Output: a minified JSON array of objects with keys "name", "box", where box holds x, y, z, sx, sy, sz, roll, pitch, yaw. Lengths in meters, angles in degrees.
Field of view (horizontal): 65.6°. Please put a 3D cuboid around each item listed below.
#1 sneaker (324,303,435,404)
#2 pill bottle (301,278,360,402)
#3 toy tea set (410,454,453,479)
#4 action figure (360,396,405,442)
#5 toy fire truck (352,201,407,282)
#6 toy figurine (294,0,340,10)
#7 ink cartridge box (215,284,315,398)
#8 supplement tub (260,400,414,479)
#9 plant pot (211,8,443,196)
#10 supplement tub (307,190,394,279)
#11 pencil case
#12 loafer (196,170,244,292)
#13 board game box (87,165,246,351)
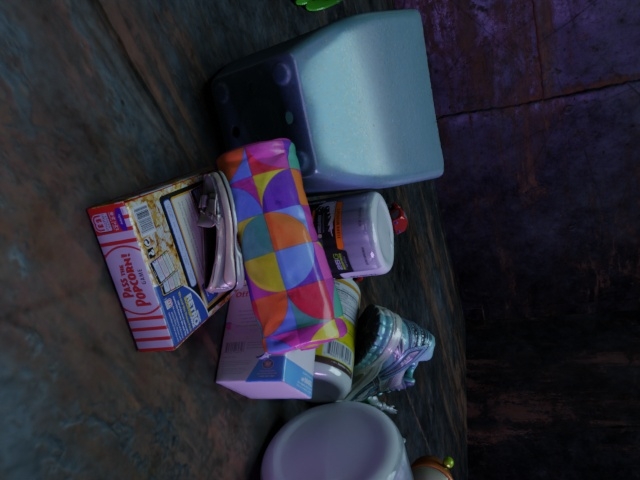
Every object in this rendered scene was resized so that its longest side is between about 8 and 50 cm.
[{"name":"sneaker","box":[0.089,0.220,0.810,0.283,0.122,0.110,117,-12,-48]},{"name":"pill bottle","box":[-0.001,0.125,0.758,0.117,0.117,0.214,61,29,-44]},{"name":"toy tea set","box":[0.142,0.533,0.889,0.124,0.200,0.335,25,65,-74]},{"name":"action figure","box":[0.104,0.333,0.994,0.064,0.137,0.232,-37,123,-15]},{"name":"toy fire truck","box":[0.111,0.003,1.067,0.047,0.192,0.135,65,-2,-41]},{"name":"toy figurine","box":[-0.019,-0.579,1.020,0.173,0.130,0.159,-31,99,-42]},{"name":"ink cartridge box","box":[-0.062,0.121,0.637,0.090,0.092,0.143,53,36,-52]},{"name":"supplement tub","box":[0.050,0.402,0.690,0.193,0.194,0.315,-59,138,-59]},{"name":"plant pot","box":[-0.003,-0.174,0.705,0.252,0.247,0.247,-26,108,-51]},{"name":"supplement tub","box":[0.000,0.000,0.703,0.117,0.191,0.116,-9,90,-69]},{"name":"pencil case","box":[-0.044,0.010,0.544,0.104,0.105,0.236,-1,75,-69]},{"name":"loafer","box":[-0.107,-0.008,0.506,0.039,0.045,0.125,-11,93,-31]},{"name":"board game box","box":[-0.142,0.007,0.535,0.193,0.045,0.146,-45,124,-65]}]
